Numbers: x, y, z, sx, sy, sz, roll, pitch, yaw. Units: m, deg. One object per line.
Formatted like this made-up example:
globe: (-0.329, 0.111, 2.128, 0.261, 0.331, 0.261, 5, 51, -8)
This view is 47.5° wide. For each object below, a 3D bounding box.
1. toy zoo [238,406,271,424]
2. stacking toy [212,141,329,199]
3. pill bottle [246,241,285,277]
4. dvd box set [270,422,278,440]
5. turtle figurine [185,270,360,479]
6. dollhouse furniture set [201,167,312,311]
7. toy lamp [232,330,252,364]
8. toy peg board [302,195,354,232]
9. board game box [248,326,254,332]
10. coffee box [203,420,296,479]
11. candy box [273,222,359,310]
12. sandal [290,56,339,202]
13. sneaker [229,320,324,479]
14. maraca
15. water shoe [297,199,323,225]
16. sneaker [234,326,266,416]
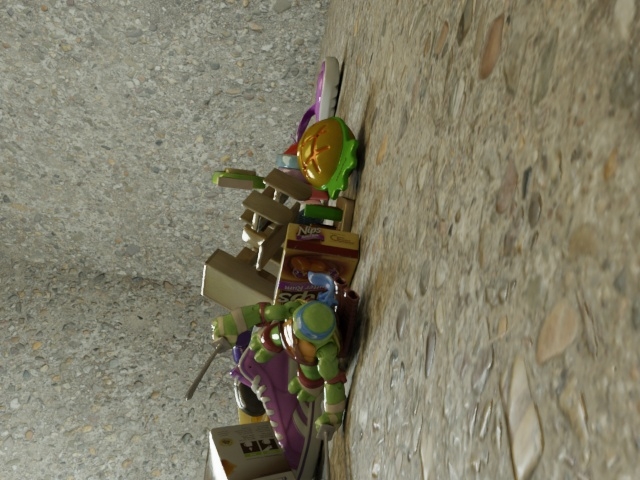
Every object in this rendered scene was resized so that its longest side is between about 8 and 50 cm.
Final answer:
toy zoo: (-0.120, 0.348, 1.603, 0.293, 0.030, 0.193, -62, -29, -56)
stacking toy: (-0.110, -0.180, 1.723, 0.309, 0.279, 0.131, -143, 60, -79)
pill bottle: (-0.138, 0.156, 1.912, 0.334, 0.187, 0.188, 106, 171, -53)
dvd box set: (-0.048, 0.234, 1.490, 0.308, 0.062, 0.421, 114, 164, -74)
turtle figurine: (-0.060, 0.180, 0.984, 0.266, 0.197, 0.275, 103, 178, -75)
dollhouse furniture set: (-0.085, 0.033, 1.360, 0.242, 0.160, 0.212, -53, -14, -40)
toy lamp: (-0.147, 0.302, 1.701, 0.275, 0.080, 0.080, 75, -166, -48)
toy peg board: (0.000, 0.000, 1.269, 0.160, 0.079, 0.161, -127, 46, -83)
board game box: (-0.131, 0.202, 1.710, 0.035, 0.136, 0.201, 57, 179, 31)
coffee box: (-0.089, 0.393, 1.029, 0.246, 0.098, 0.141, -131, 45, -55)
candy box: (-0.011, 0.057, 1.122, 0.187, 0.109, 0.053, 104, 173, -52)
sandal: (-0.027, -0.288, 1.929, 0.169, 0.102, 0.417, -91, 11, -63)
sneaker: (-0.073, 0.265, 1.178, 0.102, 0.160, 0.282, 123, 154, -74)
maraca: (0.018, -0.140, 1.229, 0.186, 0.099, 0.127, -127, 51, -59)
water shoe: (-0.030, -0.074, 1.757, 0.203, 0.072, 0.080, 113, 164, -70)
sneaker: (-0.114, 0.220, 1.433, 0.132, 0.086, 0.229, 109, 171, -55)
